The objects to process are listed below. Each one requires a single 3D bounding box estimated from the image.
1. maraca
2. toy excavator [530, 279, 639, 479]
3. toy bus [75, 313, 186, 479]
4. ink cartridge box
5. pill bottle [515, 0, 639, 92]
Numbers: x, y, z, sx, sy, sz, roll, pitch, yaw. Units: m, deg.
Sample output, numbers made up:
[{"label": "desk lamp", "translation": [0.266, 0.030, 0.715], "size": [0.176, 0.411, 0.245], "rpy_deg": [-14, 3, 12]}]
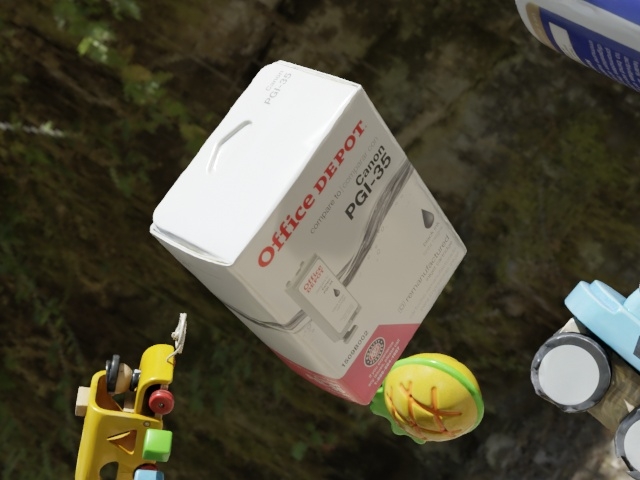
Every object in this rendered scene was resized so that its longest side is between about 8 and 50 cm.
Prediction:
[{"label": "maraca", "translation": [0.129, 0.202, 1.361], "size": [0.099, 0.127, 0.186], "rpy_deg": [-47, 6, -38]}, {"label": "toy excavator", "translation": [0.570, 0.134, 1.457], "size": [0.445, 0.433, 0.222], "rpy_deg": [-53, -15, 13]}, {"label": "toy bus", "translation": [-0.224, 0.193, 1.230], "size": [0.191, 0.105, 0.202], "rpy_deg": [126, 151, -66]}, {"label": "ink cartridge box", "translation": [0.000, 0.000, 1.043], "size": [0.117, 0.283, 0.207], "rpy_deg": [23, 72, 40]}, {"label": "pill bottle", "translation": [0.251, -0.137, 0.620], "size": [0.265, 0.153, 0.153], "rpy_deg": [40, 100, 40]}]
